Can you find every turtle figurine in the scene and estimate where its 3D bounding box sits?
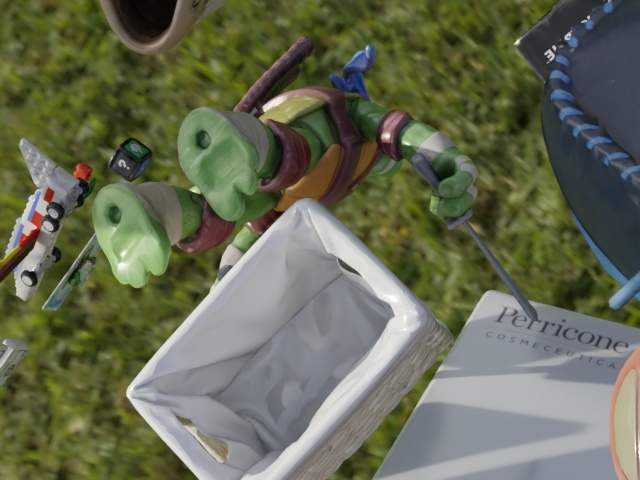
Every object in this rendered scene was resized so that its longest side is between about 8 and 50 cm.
[{"bbox_3d":[0.000,0.000,1.280,0.197,0.266,0.275,3,95,37],"label":"turtle figurine"}]

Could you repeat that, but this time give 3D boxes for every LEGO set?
[{"bbox_3d":[-0.207,0.024,1.317,0.060,0.182,0.244,36,91,5],"label":"LEGO set"}]

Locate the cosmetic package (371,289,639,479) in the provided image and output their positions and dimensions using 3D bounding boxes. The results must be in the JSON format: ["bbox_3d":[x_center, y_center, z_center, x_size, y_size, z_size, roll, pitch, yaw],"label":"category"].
[{"bbox_3d":[0.132,0.256,1.320,0.230,0.161,0.453,14,44,22],"label":"cosmetic package"}]

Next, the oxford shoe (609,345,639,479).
[{"bbox_3d":[0.315,0.085,0.935,0.397,0.146,0.140,-11,74,49],"label":"oxford shoe"}]

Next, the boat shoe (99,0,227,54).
[{"bbox_3d":[-0.083,-0.254,1.037,0.121,0.341,0.110,15,45,22],"label":"boat shoe"}]

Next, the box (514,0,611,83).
[{"bbox_3d":[0.339,-0.123,1.368,0.295,0.073,0.293,-41,85,22],"label":"box"}]

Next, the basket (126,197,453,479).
[{"bbox_3d":[-0.014,0.075,1.180,0.167,0.103,0.113,-47,71,4],"label":"basket"}]

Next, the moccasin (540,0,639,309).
[{"bbox_3d":[0.181,-0.012,0.409,0.342,0.117,0.138,24,66,43],"label":"moccasin"}]
